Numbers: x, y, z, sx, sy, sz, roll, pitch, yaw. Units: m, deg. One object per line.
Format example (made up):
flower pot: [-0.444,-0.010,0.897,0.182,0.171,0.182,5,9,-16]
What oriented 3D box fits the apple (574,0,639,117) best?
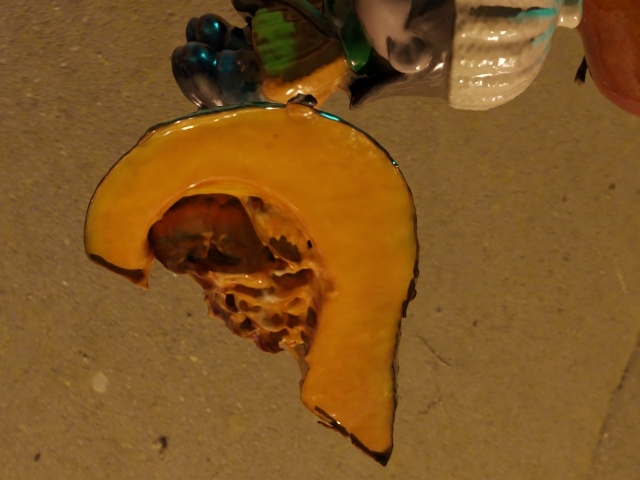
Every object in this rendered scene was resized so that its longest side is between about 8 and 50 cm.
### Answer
apple: [0.368,-0.269,0.884,0.317,0.288,0.288,-35,122,28]

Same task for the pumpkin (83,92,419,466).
pumpkin: [0.002,0.000,0.579,0.163,0.111,0.278,-39,116,22]

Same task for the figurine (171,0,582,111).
figurine: [0.051,-0.177,0.807,0.332,0.185,0.204,-28,122,23]
